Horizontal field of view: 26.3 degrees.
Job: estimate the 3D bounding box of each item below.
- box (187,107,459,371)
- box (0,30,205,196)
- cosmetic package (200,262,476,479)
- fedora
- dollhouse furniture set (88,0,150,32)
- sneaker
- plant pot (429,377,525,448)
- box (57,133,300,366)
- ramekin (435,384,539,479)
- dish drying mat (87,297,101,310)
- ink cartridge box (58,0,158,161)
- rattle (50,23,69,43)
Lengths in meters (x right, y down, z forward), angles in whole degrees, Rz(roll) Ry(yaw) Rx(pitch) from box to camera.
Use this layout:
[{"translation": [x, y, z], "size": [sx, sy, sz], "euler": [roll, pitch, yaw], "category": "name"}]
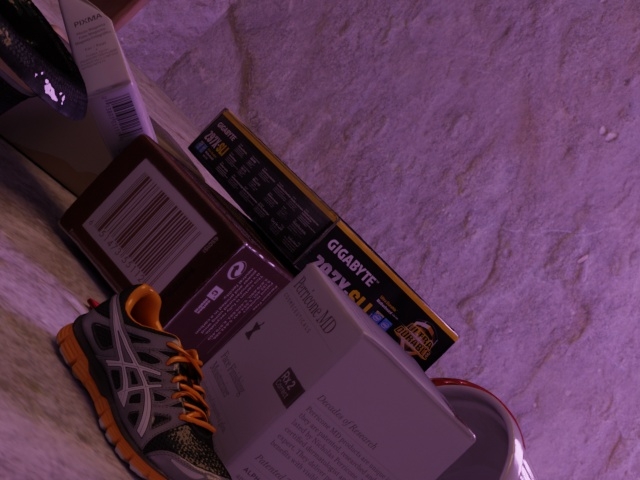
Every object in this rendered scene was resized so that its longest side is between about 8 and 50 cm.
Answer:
[{"translation": [0.000, 0.000, 1.629], "size": [0.257, 0.079, 0.322], "euler": [46, 0, -38], "category": "box"}, {"translation": [-0.297, -0.145, 1.665], "size": [0.311, 0.121, 0.148], "euler": [42, 5, -40], "category": "box"}, {"translation": [-0.004, 0.150, 1.128], "size": [0.151, 0.183, 0.151], "euler": [44, 3, -27], "category": "cosmetic package"}, {"translation": [-0.367, -0.206, 1.251], "size": [0.334, 0.152, 0.334], "euler": [51, 4, -5], "category": "fedora"}, {"translation": [-0.433, -0.423, 1.604], "size": [0.394, 0.256, 0.362], "euler": [39, -11, 33], "category": "dollhouse furniture set"}, {"translation": [-0.121, 0.114, 1.022], "size": [0.215, 0.083, 0.084], "euler": [49, 3, 34], "category": "sneaker"}, {"translation": [0.127, 0.248, 1.538], "size": [0.191, 0.191, 0.174], "euler": [46, 6, 16], "category": "plant pot"}, {"translation": [-0.103, 0.051, 1.506], "size": [0.191, 0.143, 0.381], "euler": [46, 4, 30], "category": "box"}, {"translation": [0.110, 0.247, 1.276], "size": [0.109, 0.207, 0.207], "euler": [53, -1, -30], "category": "ramekin"}, {"translation": [-0.188, 0.078, 1.276], "size": [0.032, 0.008, 0.083], "euler": [47, 3, 31], "category": "dish drying mat"}, {"translation": [-0.229, -0.190, 1.466], "size": [0.189, 0.066, 0.232], "euler": [76, -2, -58], "category": "ink cartridge box"}, {"translation": [-0.351, -0.167, 1.763], "size": [0.143, 0.130, 0.200], "euler": [-99, 172, -66], "category": "rattle"}]
